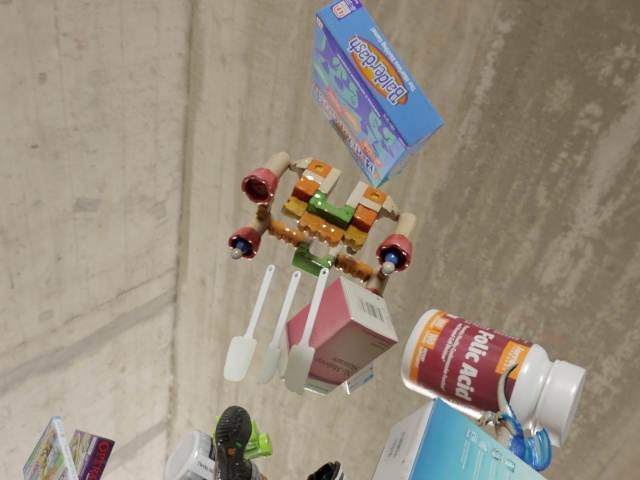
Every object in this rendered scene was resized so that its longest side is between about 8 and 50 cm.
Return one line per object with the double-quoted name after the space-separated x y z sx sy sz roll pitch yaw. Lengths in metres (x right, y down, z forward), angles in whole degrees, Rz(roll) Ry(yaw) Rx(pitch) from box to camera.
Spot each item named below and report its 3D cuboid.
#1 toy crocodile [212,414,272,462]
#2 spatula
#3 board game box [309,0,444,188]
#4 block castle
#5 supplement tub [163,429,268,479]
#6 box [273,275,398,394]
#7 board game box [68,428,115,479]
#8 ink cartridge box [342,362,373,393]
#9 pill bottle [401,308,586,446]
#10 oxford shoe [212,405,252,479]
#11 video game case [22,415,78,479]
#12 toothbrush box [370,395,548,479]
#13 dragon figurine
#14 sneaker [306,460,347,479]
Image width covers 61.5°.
-0.219 0.550 1.517 0.115 0.105 0.341 -18 -39 1 "toy crocodile"
-0.078 0.154 1.006 0.019 0.168 0.242 52 -133 -53 "spatula"
0.051 -0.154 0.613 0.047 0.160 0.210 -34 -4 -5 "board game box"
0.000 0.000 1.384 0.213 0.453 0.303 -58 -7 -46 "block castle"
-0.336 0.779 1.770 0.316 0.193 0.194 39 -101 -21 "supplement tub"
0.028 0.213 1.179 0.148 0.127 0.232 29 -60 -33 "box"
-0.569 0.600 1.176 0.056 0.208 0.347 33 -119 -32 "board game box"
0.109 0.406 1.712 0.104 0.060 0.180 -30 -35 -15 "ink cartridge box"
0.420 0.334 1.329 0.224 0.392 0.224 -30 -52 -47 "pill bottle"
-0.204 0.471 1.193 0.227 0.082 0.096 -89 17 -55 "oxford shoe"
-0.417 0.377 0.833 0.015 0.166 0.119 20 -72 -46 "video game case"
0.207 0.392 0.704 0.126 0.295 0.216 -54 0 43 "toothbrush box"
0.379 0.394 1.030 0.085 0.144 0.289 124 169 -57 "dragon figurine"
0.105 0.759 1.550 0.169 0.258 0.447 -30 -29 6 "sneaker"
